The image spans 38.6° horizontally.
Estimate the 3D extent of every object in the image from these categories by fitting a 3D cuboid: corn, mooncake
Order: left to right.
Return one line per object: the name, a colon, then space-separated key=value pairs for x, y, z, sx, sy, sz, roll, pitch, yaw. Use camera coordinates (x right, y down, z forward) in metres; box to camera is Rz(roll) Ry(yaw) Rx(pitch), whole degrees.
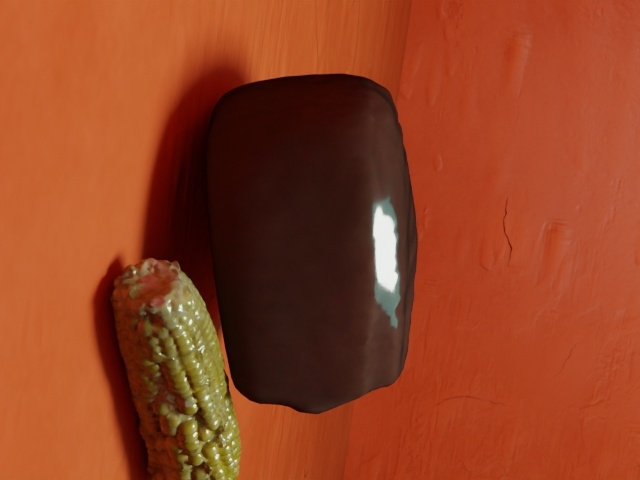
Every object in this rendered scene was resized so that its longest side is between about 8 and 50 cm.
corn: x=-0.113 y=0.130 z=0.742 sx=0.288 sy=0.086 sz=0.086 roll=87 pitch=15 yaw=-45
mooncake: x=0.000 y=0.000 z=0.835 sx=0.326 sy=0.174 sz=0.334 roll=85 pitch=-1 yaw=-62
